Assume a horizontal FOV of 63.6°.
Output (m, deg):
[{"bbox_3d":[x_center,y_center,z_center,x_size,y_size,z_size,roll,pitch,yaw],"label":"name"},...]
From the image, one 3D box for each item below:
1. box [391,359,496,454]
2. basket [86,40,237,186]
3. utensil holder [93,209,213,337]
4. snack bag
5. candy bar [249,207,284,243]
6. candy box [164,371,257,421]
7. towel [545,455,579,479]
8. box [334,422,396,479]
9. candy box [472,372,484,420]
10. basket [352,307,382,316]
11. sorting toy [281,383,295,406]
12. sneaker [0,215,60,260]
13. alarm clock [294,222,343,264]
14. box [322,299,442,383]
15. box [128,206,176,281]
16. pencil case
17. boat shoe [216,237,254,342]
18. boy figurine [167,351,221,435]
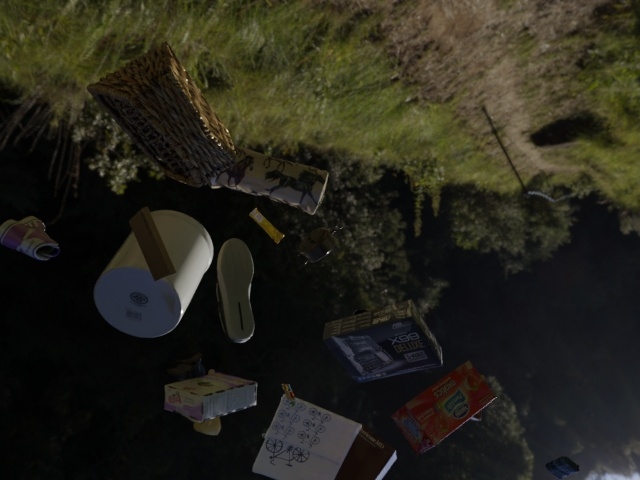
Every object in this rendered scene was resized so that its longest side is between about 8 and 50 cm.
[{"bbox_3d":[0.345,0.464,1.442,0.257,0.128,0.122,-23,156,-28],"label":"box"},{"bbox_3d":[-0.362,-0.256,1.202,0.223,0.213,0.299,-28,136,4],"label":"basket"},{"bbox_3d":[-0.598,0.114,1.886,0.327,0.327,0.385,-28,-156,18],"label":"utensil holder"},{"bbox_3d":[-0.060,0.771,1.915,0.037,0.323,0.342,-113,-132,-80],"label":"snack bag"},{"bbox_3d":[-0.194,-0.055,1.828,0.040,0.161,0.018,-48,160,3],"label":"candy bar"},{"bbox_3d":[-0.305,0.430,1.436,0.165,0.070,0.196,1,179,38],"label":"candy box"},{"bbox_3d":[0.835,0.786,1.785,0.029,0.067,0.119,-45,164,-33],"label":"towel"},{"bbox_3d":[0.134,0.988,2.156,0.381,0.191,0.143,-47,149,-23],"label":"box"},{"bbox_3d":[0.625,0.640,2.144,0.109,0.186,0.053,30,150,-36],"label":"candy box"},{"bbox_3d":[0.255,0.325,1.918,0.227,0.204,0.154,-9,146,-43],"label":"basket"},{"bbox_3d":[-0.099,0.515,1.714,0.012,0.083,0.062,-31,154,9],"label":"sorting toy"},{"bbox_3d":[-0.908,0.006,1.655,0.102,0.161,0.282,-60,-167,1],"label":"sneaker"},{"bbox_3d":[0.000,0.000,1.768,0.192,0.064,0.129,-37,-158,-2],"label":"alarm clock"},{"bbox_3d":[0.199,0.328,1.643,0.307,0.242,0.076,-19,-147,24],"label":"box"},{"bbox_3d":[-0.490,0.015,1.496,0.021,0.201,0.164,-25,-177,-34],"label":"box"},{"bbox_3d":[-0.173,-0.208,1.763,0.410,0.160,0.183,15,173,-9],"label":"pencil case"},{"bbox_3d":[-0.288,0.162,1.646,0.121,0.335,0.119,9,157,-34],"label":"boat shoe"},{"bbox_3d":[-0.366,0.474,1.576,0.092,0.285,0.177,0,-149,21],"label":"boy figurine"}]
